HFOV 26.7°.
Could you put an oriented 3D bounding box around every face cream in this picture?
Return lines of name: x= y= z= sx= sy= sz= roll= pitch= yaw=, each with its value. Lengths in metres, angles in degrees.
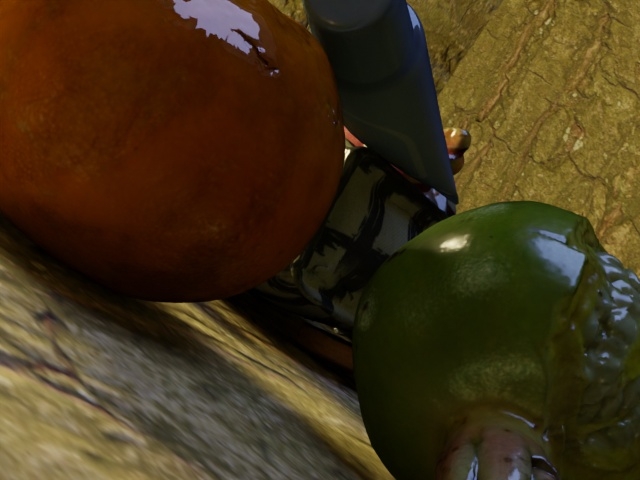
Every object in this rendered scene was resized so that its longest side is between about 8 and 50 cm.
face cream: x=0.048 y=-0.121 z=1.086 sx=0.136 sy=0.086 sz=0.385 roll=37 pitch=-6 yaw=16

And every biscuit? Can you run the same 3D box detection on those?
biscuit: x=0.089 y=0.143 z=1.247 sx=0.250 sy=0.036 sz=0.165 roll=25 pitch=-2 yaw=-1

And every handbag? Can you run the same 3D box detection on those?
handbag: x=0.000 y=0.000 z=1.302 sx=0.327 sy=0.162 sz=0.325 roll=33 pitch=-7 yaw=-42

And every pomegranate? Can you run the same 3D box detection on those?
pomegranate: x=0.123 y=0.110 z=0.888 sx=0.236 sy=0.236 sz=0.302 roll=34 pitch=36 yaw=-6

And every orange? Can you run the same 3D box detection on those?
orange: x=-0.119 y=-0.086 z=0.920 sx=0.284 sy=0.226 sz=0.284 roll=39 pitch=2 yaw=-2

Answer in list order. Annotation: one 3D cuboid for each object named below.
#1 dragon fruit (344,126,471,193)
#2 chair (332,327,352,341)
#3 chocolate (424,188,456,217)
dragon fruit: x=0.065 y=-0.083 z=1.454 sx=0.133 sy=0.208 sz=0.150 roll=-171 pitch=-111 yaw=-79
chair: x=0.127 y=0.123 z=1.500 sx=0.113 sy=0.106 sz=0.229 roll=29 pitch=7 yaw=-41
chocolate: x=0.056 y=-0.043 z=1.680 sx=0.284 sy=0.186 sz=0.283 roll=11 pitch=-16 yaw=3
